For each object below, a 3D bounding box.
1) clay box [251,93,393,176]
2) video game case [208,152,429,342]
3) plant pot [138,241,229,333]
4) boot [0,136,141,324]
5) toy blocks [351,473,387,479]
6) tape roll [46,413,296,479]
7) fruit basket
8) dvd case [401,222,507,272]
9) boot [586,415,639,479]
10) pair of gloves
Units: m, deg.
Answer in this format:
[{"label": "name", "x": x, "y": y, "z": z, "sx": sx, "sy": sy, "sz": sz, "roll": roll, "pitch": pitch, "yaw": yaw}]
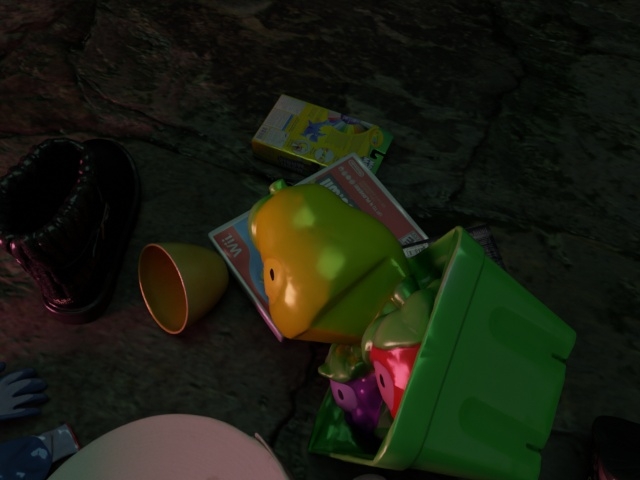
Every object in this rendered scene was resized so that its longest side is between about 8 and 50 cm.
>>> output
[{"label": "clay box", "x": 0.005, "y": -0.170, "z": 1.143, "sx": 0.222, "sy": 0.053, "sz": 0.127, "roll": 22, "pitch": 59, "yaw": 10}, {"label": "video game case", "x": 0.000, "y": 0.000, "z": 1.000, "sx": 0.285, "sy": 0.025, "sz": 0.204, "roll": -31, "pitch": 70, "yaw": -19}, {"label": "plant pot", "x": -0.193, "y": 0.058, "z": 0.952, "sx": 0.095, "sy": 0.134, "sz": 0.134, "roll": -19, "pitch": 56, "yaw": -40}, {"label": "boot", "x": -0.357, "y": -0.075, "z": 0.942, "sx": 0.131, "sy": 0.260, "sz": 0.348, "roll": -3, "pitch": 57, "yaw": -4}, {"label": "toy blocks", "x": 0.146, "y": 0.407, "z": 0.642, "sx": 0.288, "sy": 0.260, "sz": 0.309, "roll": 9, "pitch": 57, "yaw": 4}, {"label": "tape roll", "x": -0.182, "y": 0.381, "z": 0.695, "sx": 0.391, "sy": 0.072, "sz": 0.392, "roll": -10, "pitch": 51, "yaw": 13}, {"label": "fruit basket", "x": 0.049, "y": 0.108, "z": 0.751, "sx": 0.392, "sy": 0.392, "sz": 0.283, "roll": 20, "pitch": 70, "yaw": 11}, {"label": "dvd case", "x": 0.214, "y": 0.095, "z": 0.964, "sx": 0.164, "sy": 0.018, "sz": 0.221, "roll": -14, "pitch": 73, "yaw": -11}, {"label": "boot", "x": 0.364, "y": 0.329, "z": 0.799, "sx": 0.085, "sy": 0.236, "sz": 0.179, "roll": 12, "pitch": 99, "yaw": 24}, {"label": "pair of gloves", "x": -0.409, "y": 0.249, "z": 0.832, "sx": 0.159, "sy": 0.023, "sz": 0.198, "roll": -17, "pitch": 60, "yaw": -46}]
